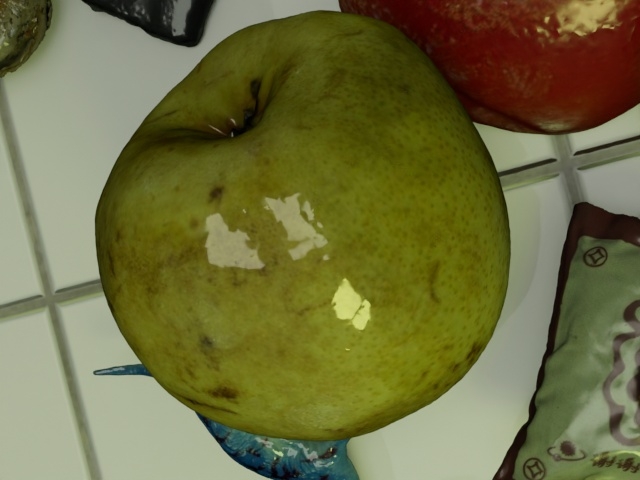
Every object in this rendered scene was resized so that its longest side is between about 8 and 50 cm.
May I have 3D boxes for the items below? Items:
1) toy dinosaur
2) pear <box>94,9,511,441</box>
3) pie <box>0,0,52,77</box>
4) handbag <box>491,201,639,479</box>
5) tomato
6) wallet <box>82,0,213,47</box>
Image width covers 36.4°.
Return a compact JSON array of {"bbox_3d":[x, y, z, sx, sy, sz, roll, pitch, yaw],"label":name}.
[{"bbox_3d":[-0.032,0.157,0.846,0.329,0.076,0.144,35,108,1],"label":"toy dinosaur"},{"bbox_3d":[0.000,0.000,0.718,0.304,0.304,0.303,1,93,16],"label":"pear"},{"bbox_3d":[-0.337,-0.219,0.910,0.194,0.079,0.163,-13,81,16],"label":"pie"},{"bbox_3d":[0.263,0.108,0.735,0.213,0.127,0.234,16,85,13],"label":"handbag"},{"bbox_3d":[0.154,-0.241,0.738,0.339,0.144,0.338,1,93,18],"label":"tomato"},{"bbox_3d":[-0.124,-0.327,0.868,0.146,0.030,0.285,24,97,8],"label":"wallet"}]
